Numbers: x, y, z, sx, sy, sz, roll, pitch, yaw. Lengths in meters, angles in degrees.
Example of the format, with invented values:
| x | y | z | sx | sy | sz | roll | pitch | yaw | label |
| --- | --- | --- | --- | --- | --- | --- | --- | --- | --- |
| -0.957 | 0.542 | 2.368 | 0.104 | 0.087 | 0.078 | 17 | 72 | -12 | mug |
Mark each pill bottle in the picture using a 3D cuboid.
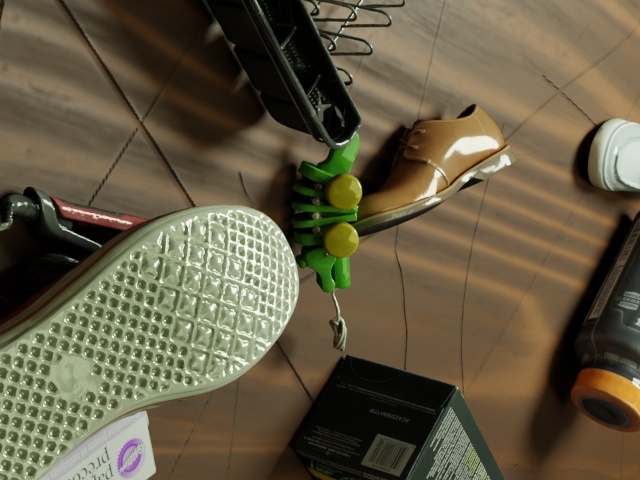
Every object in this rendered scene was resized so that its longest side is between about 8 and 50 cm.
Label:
| x | y | z | sx | sy | sz | roll | pitch | yaw | label |
| --- | --- | --- | --- | --- | --- | --- | --- | --- | --- |
| 0.365 | 0.090 | 1.699 | 0.246 | 0.130 | 0.130 | -60 | 142 | -23 | pill bottle |

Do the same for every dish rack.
| x | y | z | sx | sy | sz | roll | pitch | yaw | label |
| --- | --- | --- | --- | --- | --- | --- | --- | --- | --- |
| 0.012 | -0.232 | 1.150 | 0.271 | 0.074 | 0.208 | -59 | 143 | -26 | dish rack |

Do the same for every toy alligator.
| x | y | z | sx | sy | sz | roll | pitch | yaw | label |
| --- | --- | --- | --- | --- | --- | --- | --- | --- | --- |
| 0.000 | 0.000 | 1.233 | 0.051 | 0.056 | 0.190 | 1 | 105 | -12 | toy alligator |

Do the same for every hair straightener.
| x | y | z | sx | sy | sz | roll | pitch | yaw | label |
| --- | --- | --- | --- | --- | --- | --- | --- | --- | --- |
| -0.144 | 0.022 | 1.036 | 0.230 | 0.047 | 0.089 | 16 | 87 | -55 | hair straightener |

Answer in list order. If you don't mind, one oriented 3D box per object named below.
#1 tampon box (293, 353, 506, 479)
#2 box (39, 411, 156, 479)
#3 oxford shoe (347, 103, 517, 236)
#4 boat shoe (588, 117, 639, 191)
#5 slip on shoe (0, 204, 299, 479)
| x | y | z | sx | sy | sz | roll | pitch | yaw | label |
| --- | --- | --- | --- | --- | --- | --- | --- | --- | --- |
| 0.072 | 0.197 | 1.331 | 0.101 | 0.120 | 0.161 | -57 | 140 | -27 | tampon box |
| -0.235 | 0.196 | 0.951 | 0.324 | 0.067 | 0.063 | -35 | 128 | -43 | box |
| 0.083 | -0.061 | 1.327 | 0.212 | 0.076 | 0.076 | -32 | 96 | -44 | oxford shoe |
| 0.372 | -0.089 | 1.692 | 0.227 | 0.081 | 0.079 | -1 | 101 | -55 | boat shoe |
| -0.146 | 0.069 | 0.981 | 0.331 | 0.101 | 0.123 | -32 | 105 | -36 | slip on shoe |
